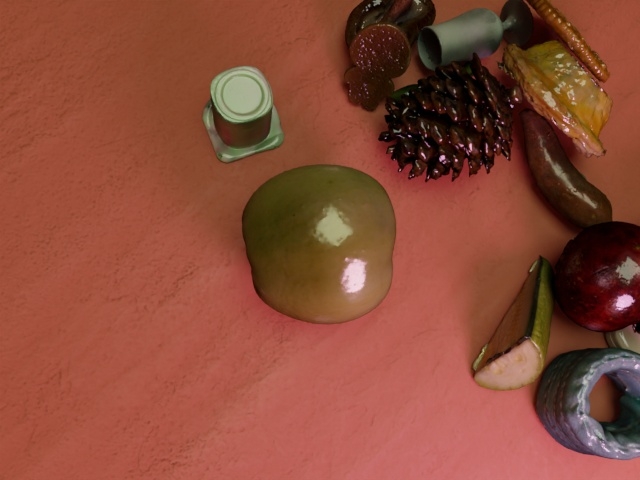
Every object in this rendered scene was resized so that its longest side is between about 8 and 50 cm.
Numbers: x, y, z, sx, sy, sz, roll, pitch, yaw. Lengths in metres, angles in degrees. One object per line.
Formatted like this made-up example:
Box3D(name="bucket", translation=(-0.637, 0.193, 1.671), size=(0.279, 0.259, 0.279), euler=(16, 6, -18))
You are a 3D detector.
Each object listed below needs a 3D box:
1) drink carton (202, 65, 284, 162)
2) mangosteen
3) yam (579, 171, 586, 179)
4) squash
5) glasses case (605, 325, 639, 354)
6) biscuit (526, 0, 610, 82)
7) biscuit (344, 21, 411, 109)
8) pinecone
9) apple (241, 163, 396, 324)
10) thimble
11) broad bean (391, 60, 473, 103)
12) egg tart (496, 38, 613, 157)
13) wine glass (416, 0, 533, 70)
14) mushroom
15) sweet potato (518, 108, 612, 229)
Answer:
Box3D(name="drink carton", translation=(-0.149, -0.250, 1.172), size=(0.146, 0.142, 0.144), euler=(-20, 80, -10))
Box3D(name="mangosteen", translation=(0.568, 0.082, 1.144), size=(0.257, 0.215, 0.215), euler=(27, 75, 17))
Box3D(name="yam", translation=(0.505, -0.155, 1.298), size=(0.116, 0.021, 0.021), euler=(33, 75, -1))
Box3D(name="squash", translation=(0.398, 0.165, 1.214), size=(0.093, 0.169, 0.252), euler=(35, 42, -2))
Box3D(name="glasses case", translation=(0.658, 0.160, 1.233), size=(0.196, 0.050, 0.083), euler=(-33, 82, -13))
Box3D(name="biscuit", translation=(0.504, -0.424, 1.267), size=(0.035, 0.254, 0.254), euler=(-42, 84, 27))
Box3D(name="biscuit", translation=(0.108, -0.347, 1.231), size=(0.124, 0.175, 0.026), euler=(22, 34, -3))
Box3D(name="pinecone", translation=(0.250, -0.221, 1.182), size=(0.272, 0.224, 0.224), euler=(-26, 81, 20))
Box3D(name="apple", translation=(0.000, 0.000, 1.063), size=(0.254, 0.292, 0.292), euler=(-9, 79, 2))
Box3D(name="thimble", translation=(0.531, 0.292, 1.140), size=(0.235, 0.143, 0.198), euler=(-18, 81, -13))
Box3D(name="broad bean", translation=(0.246, -0.329, 1.293), size=(0.226, 0.039, 0.069), euler=(-28, 49, -16))
Box3D(name="egg tart", translation=(0.473, -0.286, 1.207), size=(0.118, 0.288, 0.288), euler=(-40, 84, 24))
Box3D(name="wine glass", translation=(0.316, -0.421, 1.277), size=(0.231, 0.103, 0.103), euler=(-23, 81, -19))
Box3D(name="mushroom", translation=(0.151, -0.465, 1.219), size=(0.148, 0.217, 0.227), euler=(36, 76, 1))
Box3D(name="sweet potato", translation=(0.476, -0.133, 1.249), size=(0.097, 0.097, 0.292), euler=(-38, 90, -14))
